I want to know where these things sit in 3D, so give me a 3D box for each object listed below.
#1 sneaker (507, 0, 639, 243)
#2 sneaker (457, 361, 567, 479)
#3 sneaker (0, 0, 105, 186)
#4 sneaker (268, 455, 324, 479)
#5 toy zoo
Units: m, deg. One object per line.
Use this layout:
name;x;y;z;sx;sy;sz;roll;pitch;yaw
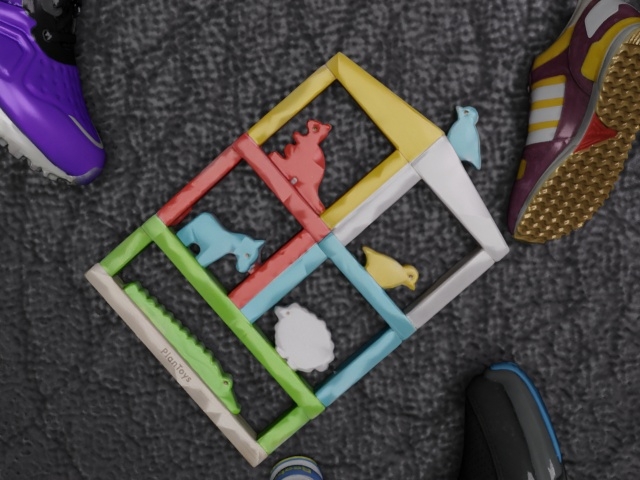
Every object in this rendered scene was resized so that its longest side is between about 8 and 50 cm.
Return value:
sneaker;0.178;-0.087;0.919;0.069;0.084;0.185;9;120;-34
sneaker;0.110;0.258;0.911;0.139;0.125;0.341;-1;92;5
sneaker;-0.210;-0.184;0.889;0.146;0.102;0.293;-32;93;2
sneaker;-0.001;0.233;0.940;0.053;0.059;0.144;-25;95;0
toy zoo;0.000;0.000;0.937;0.293;0.030;0.192;-41;93;3
